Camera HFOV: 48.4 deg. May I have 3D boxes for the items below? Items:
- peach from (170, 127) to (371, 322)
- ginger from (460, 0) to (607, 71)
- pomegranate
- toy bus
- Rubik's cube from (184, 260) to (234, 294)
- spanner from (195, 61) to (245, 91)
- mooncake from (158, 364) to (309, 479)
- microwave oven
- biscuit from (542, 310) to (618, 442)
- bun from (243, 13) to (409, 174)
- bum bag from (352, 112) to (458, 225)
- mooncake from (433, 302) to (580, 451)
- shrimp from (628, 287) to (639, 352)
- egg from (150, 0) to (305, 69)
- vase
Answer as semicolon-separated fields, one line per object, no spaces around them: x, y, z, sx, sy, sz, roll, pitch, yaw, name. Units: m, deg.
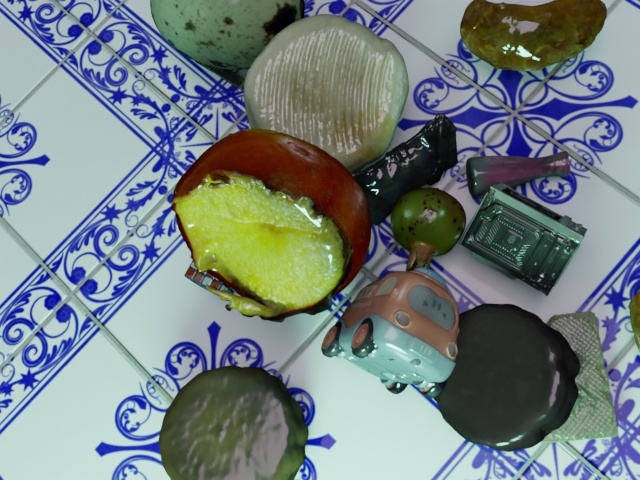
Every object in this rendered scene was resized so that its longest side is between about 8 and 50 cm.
-0.085;-0.042;1.374;0.353;0.339;0.416;-25;36;-12;peach
0.473;-0.457;1.591;0.321;0.165;0.173;1;81;4;ginger
0.225;-0.019;1.506;0.159;0.159;0.205;11;64;13;pomegranate
0.155;0.168;1.404;0.194;0.287;0.232;34;68;-14;toy bus
-0.232;0.069;1.591;0.092;0.092;0.092;25;79;16;Rubik's cube
-0.194;-0.389;1.758;0.325;0.026;0.093;35;81;18;spanner
-0.166;0.398;1.446;0.290;0.161;0.291;-3;71;10;mooncake
0.413;-0.005;1.459;0.208;0.122;0.162;32;109;17;microwave oven
0.496;0.271;1.425;0.150;0.052;0.253;-6;72;9;biscuit
0.012;-0.319;1.600;0.364;0.219;0.366;0;93;2;bun
0.184;-0.149;1.576;0.310;0.137;0.074;-36;29;0;bum bag
0.354;0.265;1.382;0.282;0.141;0.283;-14;63;31;mooncake
0.687;0.170;1.429;0.132;0.052;0.188;-13;79;-7;shrimp
-0.222;-0.546;1.674;0.379;0.287;0.288;0;73;22;egg
0.430;-0.151;1.551;0.213;0.086;0.086;-8;72;3;vase
